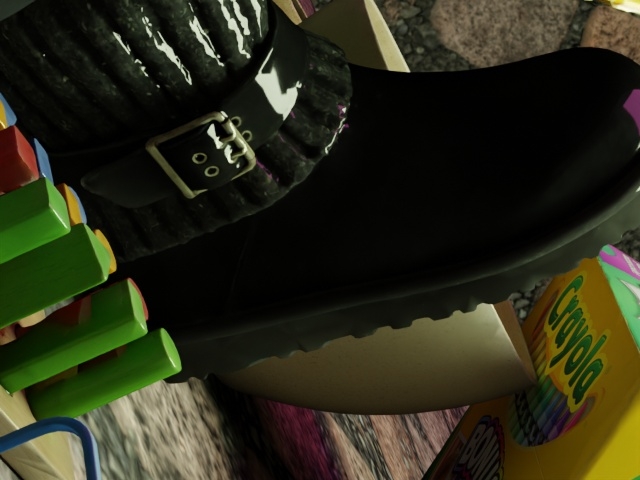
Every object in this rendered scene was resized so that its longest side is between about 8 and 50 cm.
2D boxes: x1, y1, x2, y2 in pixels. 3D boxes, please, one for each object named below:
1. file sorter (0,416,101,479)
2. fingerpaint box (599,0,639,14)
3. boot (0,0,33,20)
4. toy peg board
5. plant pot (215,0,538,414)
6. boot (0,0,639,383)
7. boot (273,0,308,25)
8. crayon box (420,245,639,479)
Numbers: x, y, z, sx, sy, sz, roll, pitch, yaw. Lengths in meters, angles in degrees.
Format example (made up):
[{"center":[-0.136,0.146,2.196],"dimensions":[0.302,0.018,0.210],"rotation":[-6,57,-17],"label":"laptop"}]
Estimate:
[{"center":[-0.075,0.156,0.601],"dimensions":[0.118,0.104,0.170],"rotation":[-104,169,-51],"label":"file sorter"},{"center":[0.020,-0.259,1.007],"dimensions":[0.445,0.163,0.371],"rotation":[5,23,-46],"label":"fingerpaint box"},{"center":[-0.136,-0.091,0.641],"dimensions":[0.236,0.179,0.085],"rotation":[-96,161,-71],"label":"boot"},{"center":[-0.127,-0.005,0.841],"dimensions":[0.161,0.079,0.160],"rotation":[59,10,-48],"label":"toy peg board"},{"center":[0.000,0.000,1.316],"dimensions":[0.284,0.191,0.284],"rotation":[-23,90,-83],"label":"plant pot"},{"center":[0.000,-0.083,1.001],"dimensions":[0.131,0.348,0.260],"rotation":[-104,173,-57],"label":"boot"},{"center":[-0.031,-0.093,1.721],"dimensions":[0.112,0.115,0.305],"rotation":[-69,136,-83],"label":"boot"},{"center":[0.149,0.184,1.337],"dimensions":[0.106,0.313,0.363],"rotation":[30,12,-6],"label":"crayon box"}]
